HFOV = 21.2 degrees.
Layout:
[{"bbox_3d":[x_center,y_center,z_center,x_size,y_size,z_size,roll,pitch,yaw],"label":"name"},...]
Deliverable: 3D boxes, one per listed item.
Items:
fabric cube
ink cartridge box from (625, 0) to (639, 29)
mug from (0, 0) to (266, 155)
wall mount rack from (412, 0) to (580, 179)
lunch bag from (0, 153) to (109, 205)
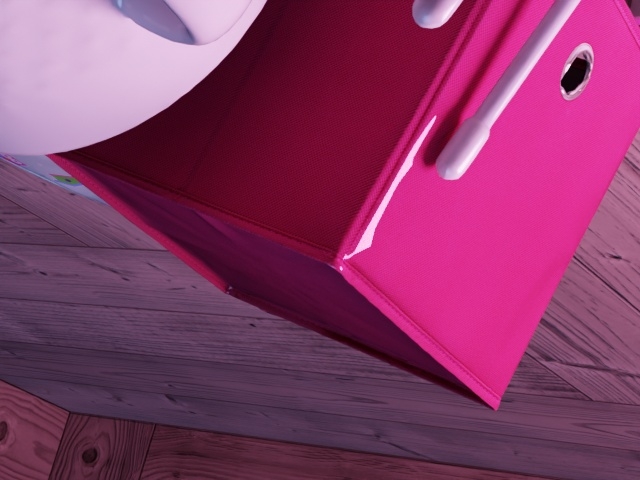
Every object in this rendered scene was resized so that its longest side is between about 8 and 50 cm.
[{"bbox_3d":[0.029,-0.083,1.108,0.259,0.258,0.254,21,167,34],"label":"fabric cube"},{"bbox_3d":[0.394,-0.115,1.117,0.370,0.069,0.176,7,161,21],"label":"ink cartridge box"},{"bbox_3d":[-0.172,-0.216,0.852,0.374,0.276,0.328,39,175,37],"label":"mug"},{"bbox_3d":[0.184,-0.163,0.872,0.304,0.131,0.350,-16,160,2],"label":"wall mount rack"},{"bbox_3d":[-0.211,-0.130,1.531,0.224,0.108,0.279,26,159,-12],"label":"lunch bag"}]
